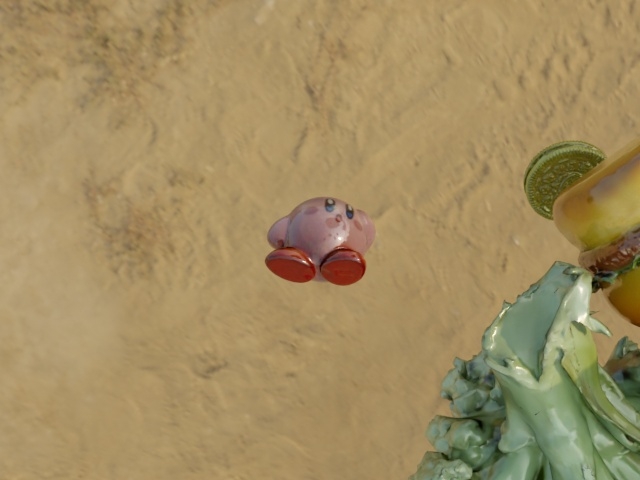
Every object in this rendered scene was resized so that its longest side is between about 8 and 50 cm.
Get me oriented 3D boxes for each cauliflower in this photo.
[{"bbox_3d":[0.180,0.171,1.043,0.260,0.281,0.327,-43,26,9],"label":"cauliflower"}]

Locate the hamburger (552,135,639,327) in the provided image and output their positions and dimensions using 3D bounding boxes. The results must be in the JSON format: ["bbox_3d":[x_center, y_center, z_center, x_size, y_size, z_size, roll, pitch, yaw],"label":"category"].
[{"bbox_3d":[0.309,-0.022,0.980,0.246,0.246,0.170,-34,84,7],"label":"hamburger"}]

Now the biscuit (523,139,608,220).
[{"bbox_3d":[0.229,-0.054,1.169,0.084,0.084,0.023,-21,36,13],"label":"biscuit"}]

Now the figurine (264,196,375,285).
[{"bbox_3d":[0.000,0.000,0.989,0.083,0.067,0.071,10,52,1],"label":"figurine"}]
